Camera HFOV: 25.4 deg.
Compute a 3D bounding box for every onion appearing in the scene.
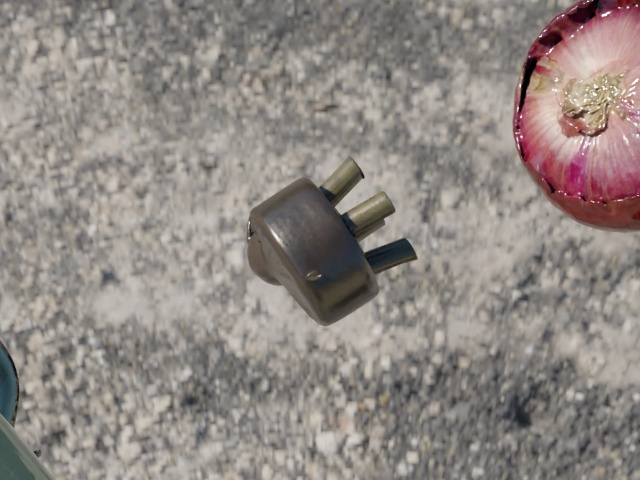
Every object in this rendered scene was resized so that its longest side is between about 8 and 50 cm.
[{"bbox_3d":[0.307,-0.129,1.399,0.161,0.248,0.248,6,46,-35],"label":"onion"}]

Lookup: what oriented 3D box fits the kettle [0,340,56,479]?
[{"bbox_3d":[-0.322,0.133,1.078,0.255,0.165,0.240,53,35,-14],"label":"kettle"}]

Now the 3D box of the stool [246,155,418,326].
[{"bbox_3d":[0.000,0.000,1.280,0.121,0.217,0.125,-35,101,-9],"label":"stool"}]
